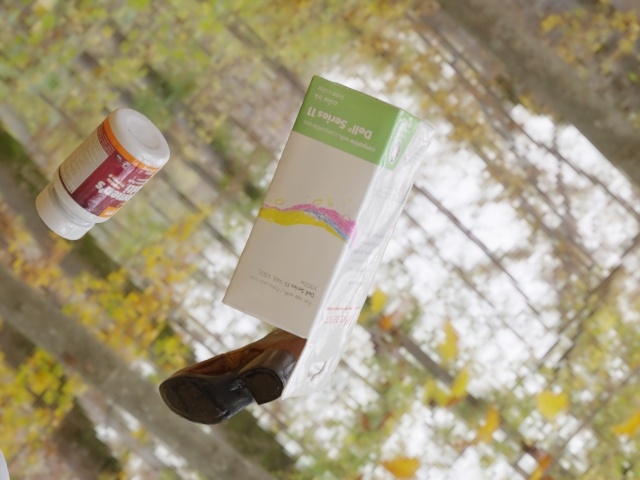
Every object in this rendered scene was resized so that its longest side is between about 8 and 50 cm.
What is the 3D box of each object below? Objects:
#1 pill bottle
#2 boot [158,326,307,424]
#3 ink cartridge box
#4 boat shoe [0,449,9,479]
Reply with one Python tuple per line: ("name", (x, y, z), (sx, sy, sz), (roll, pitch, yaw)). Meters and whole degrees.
("pill bottle", (-0.361, -0.106, 2.458), (0.221, 0.121, 0.121), (-42, -163, 23))
("boot", (-0.095, 0.165, 2.358), (0.264, 0.096, 0.280), (-25, -166, 36))
("ink cartridge box", (0.000, 0.000, 1.762), (0.353, 0.119, 0.207), (-68, 165, 3))
("boat shoe", (-0.527, 0.443, 2.109), (0.121, 0.119, 0.335), (-7, -112, 41))
